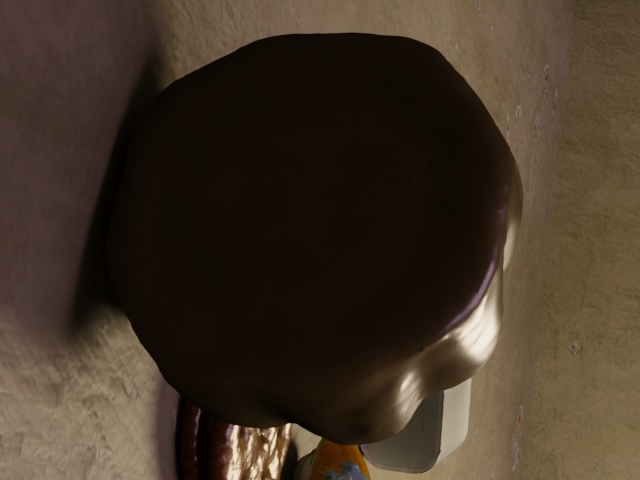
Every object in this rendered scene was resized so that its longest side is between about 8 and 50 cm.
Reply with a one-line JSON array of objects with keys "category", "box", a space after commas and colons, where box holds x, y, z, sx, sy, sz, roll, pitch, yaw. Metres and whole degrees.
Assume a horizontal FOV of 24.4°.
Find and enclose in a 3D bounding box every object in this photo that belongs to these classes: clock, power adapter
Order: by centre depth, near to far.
[{"category": "clock", "box": [0.014, 0.347, 1.846, 0.144, 0.103, 0.231, 171, -76, -71]}, {"category": "power adapter", "box": [0.159, 0.240, 2.259, 0.255, 0.124, 0.187, -7, 102, -71]}]

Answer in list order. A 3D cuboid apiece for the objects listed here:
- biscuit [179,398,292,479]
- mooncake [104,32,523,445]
[{"category": "biscuit", "box": [-0.087, 0.199, 1.599, 0.220, 0.066, 0.220, 9, 90, -72]}, {"category": "mooncake", "box": [0.000, 0.000, 1.350, 0.201, 0.378, 0.378, 70, 30, -62]}]
